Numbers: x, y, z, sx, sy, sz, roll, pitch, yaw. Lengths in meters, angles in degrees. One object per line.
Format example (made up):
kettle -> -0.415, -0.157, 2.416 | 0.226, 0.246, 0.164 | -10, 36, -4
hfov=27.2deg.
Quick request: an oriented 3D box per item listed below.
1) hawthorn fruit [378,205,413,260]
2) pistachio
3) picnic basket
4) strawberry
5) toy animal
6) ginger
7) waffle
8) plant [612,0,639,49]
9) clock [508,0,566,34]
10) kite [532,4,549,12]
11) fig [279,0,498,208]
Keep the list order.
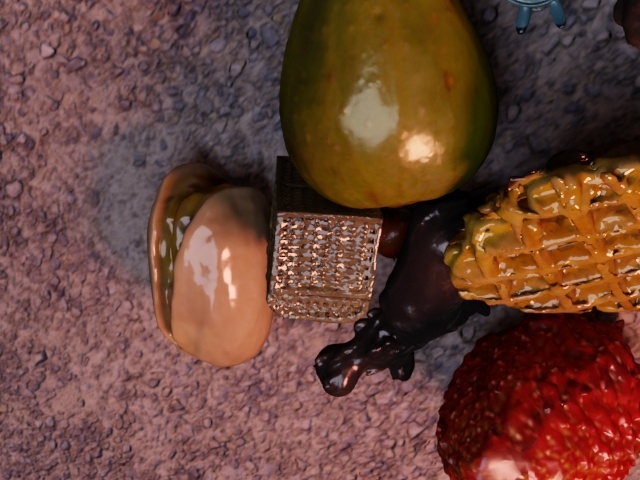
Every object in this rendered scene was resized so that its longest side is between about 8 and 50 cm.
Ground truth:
hawthorn fruit -> 0.098, -0.011, 1.743 | 0.077, 0.077, 0.077 | 10, 125, 14
pistachio -> -0.143, 0.042, 1.816 | 0.187, 0.187, 0.299 | 11, 121, 14
picnic basket -> 0.000, 0.000, 1.658 | 0.134, 0.196, 0.154 | 3, 113, -4
strawberry -> 0.282, 0.255, 1.684 | 0.292, 0.343, 0.292 | 14, 127, 19
toy animal -> 0.133, 0.079, 1.721 | 0.168, 0.106, 0.343 | 9, 125, -36
ginger -> 0.370, -0.088, 1.587 | 0.204, 0.080, 0.104 | -15, 83, 27
waffle -> 0.338, -0.004, 1.507 | 0.380, 0.095, 0.382 | 4, 155, -18
plant -> 0.415, -0.250, 1.379 | 0.213, 0.215, 0.312 | 11, 128, 9
clock -> 0.240, -0.306, 1.491 | 0.108, 0.045, 0.147 | -5, 124, 20
kite -> 0.199, -0.373, 1.490 | 0.323, 0.013, 0.267 | -19, 119, 27
fig -> 0.070, -0.192, 1.516 | 0.258, 0.258, 0.326 | -2, 121, 21
